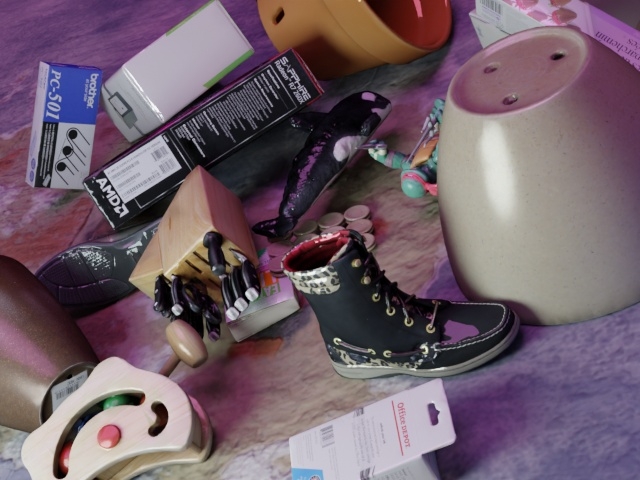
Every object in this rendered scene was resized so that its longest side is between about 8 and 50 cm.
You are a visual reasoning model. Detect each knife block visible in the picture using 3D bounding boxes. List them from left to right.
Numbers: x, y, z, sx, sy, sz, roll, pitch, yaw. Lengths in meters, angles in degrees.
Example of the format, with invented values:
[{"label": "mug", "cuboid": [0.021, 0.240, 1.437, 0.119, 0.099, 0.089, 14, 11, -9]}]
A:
[{"label": "knife block", "cuboid": [-0.135, 0.008, 1.660, 0.242, 0.088, 0.275, -15, 41, 49]}]

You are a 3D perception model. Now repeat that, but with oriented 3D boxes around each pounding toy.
[{"label": "pounding toy", "cuboid": [-0.211, 0.237, 1.504, 0.269, 0.155, 0.154, -46, 64, -7]}]

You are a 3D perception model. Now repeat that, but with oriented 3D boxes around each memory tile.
[{"label": "memory tile", "cuboid": [0.000, 0.000, 1.684, 0.148, 0.012, 0.113, -15, 32, 4]}]

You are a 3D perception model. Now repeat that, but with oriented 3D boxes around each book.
[{"label": "book", "cuboid": [-0.081, 0.064, 1.673, 0.096, 0.035, 0.144, -24, 31, 5]}]

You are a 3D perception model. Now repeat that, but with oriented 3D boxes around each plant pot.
[{"label": "plant pot", "cuboid": [-0.392, 0.159, 1.647, 0.230, 0.215, 0.215, 27, 62, 37]}, {"label": "plant pot", "cuboid": [0.038, -0.384, 1.975, 0.203, 0.291, 0.291, -26, 30, 35]}]

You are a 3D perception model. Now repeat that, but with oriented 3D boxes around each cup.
[{"label": "cup", "cuboid": [0.266, -0.102, 1.438, 0.331, 0.237, 0.331, -20, 35, 14]}]

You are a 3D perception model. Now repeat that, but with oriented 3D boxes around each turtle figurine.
[{"label": "turtle figurine", "cuboid": [0.145, -0.127, 1.670, 0.175, 0.118, 0.234, -19, 22, 44]}]

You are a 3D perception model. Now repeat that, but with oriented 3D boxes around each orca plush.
[{"label": "orca plush", "cuboid": [-0.012, -0.125, 1.750, 0.287, 0.102, 0.151, -51, -1, -18]}]

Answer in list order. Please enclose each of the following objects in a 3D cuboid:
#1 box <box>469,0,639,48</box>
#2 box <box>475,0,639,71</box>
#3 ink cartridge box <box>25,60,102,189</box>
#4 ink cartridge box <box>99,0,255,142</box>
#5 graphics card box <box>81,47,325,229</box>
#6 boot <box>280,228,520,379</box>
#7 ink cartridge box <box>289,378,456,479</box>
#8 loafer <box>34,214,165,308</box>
[{"label": "box", "cuboid": [0.382, -0.338, 1.767, 0.311, 0.121, 0.148, -34, 34, -6]}, {"label": "box", "cuboid": [0.341, -0.253, 1.601, 0.324, 0.067, 0.063, 35, 74, 24]}, {"label": "ink cartridge box", "cuboid": [-0.430, -0.191, 2.104, 0.097, 0.207, 0.046, 0, 17, -34]}, {"label": "ink cartridge box", "cuboid": [-0.250, -0.278, 2.095, 0.198, 0.114, 0.273, -40, 11, -17]}, {"label": "graphics card box", "cuboid": [-0.185, -0.155, 1.914, 0.371, 0.094, 0.233, -34, 9, -5]}, {"label": "boot", "cuboid": [0.085, 0.067, 1.400, 0.236, 0.178, 0.085, -11, 38, 28]}, {"label": "ink cartridge box", "cuboid": [0.062, 0.226, 1.315, 0.180, 0.060, 0.104, -23, 33, 10]}, {"label": "loafer", "cuboid": [-0.288, 0.025, 1.845, 0.268, 0.096, 0.084, -21, 14, 1]}]
